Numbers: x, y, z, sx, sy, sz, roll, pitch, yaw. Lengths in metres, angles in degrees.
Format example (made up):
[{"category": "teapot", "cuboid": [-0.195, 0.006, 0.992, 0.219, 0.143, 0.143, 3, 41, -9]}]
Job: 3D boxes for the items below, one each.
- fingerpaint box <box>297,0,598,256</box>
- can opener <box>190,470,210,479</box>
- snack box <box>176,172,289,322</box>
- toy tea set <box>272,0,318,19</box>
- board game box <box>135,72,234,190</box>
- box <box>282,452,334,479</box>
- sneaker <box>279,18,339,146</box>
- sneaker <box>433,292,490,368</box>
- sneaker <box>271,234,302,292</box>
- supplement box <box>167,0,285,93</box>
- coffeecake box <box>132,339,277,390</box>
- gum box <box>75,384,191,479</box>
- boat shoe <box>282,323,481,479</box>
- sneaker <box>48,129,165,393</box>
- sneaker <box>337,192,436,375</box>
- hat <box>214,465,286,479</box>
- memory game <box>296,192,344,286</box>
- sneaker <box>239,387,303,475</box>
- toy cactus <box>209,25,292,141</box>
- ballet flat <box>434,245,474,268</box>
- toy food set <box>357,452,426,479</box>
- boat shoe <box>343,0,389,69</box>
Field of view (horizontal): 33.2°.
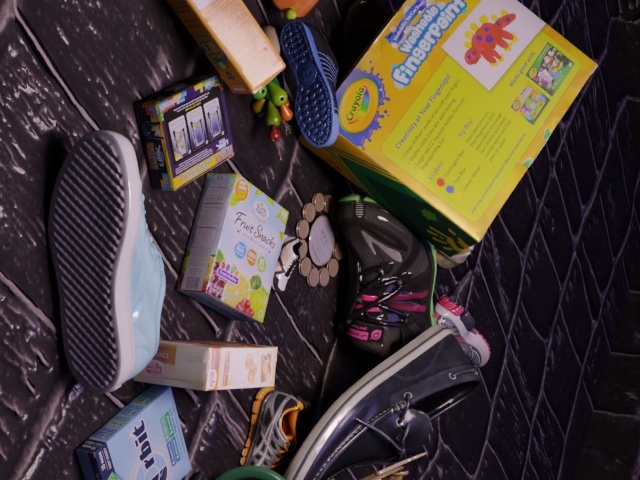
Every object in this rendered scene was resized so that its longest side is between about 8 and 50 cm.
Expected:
[{"category": "fingerpaint box", "cuboid": [0.239, -0.258, 2.016, 0.371, 0.163, 0.445, 37, 72, -5]}, {"category": "can opener", "cuboid": [-0.219, 0.452, 1.728, 0.059, 0.073, 0.186, 67, 30, -25]}, {"category": "snack box", "cuboid": [-0.142, 0.014, 1.791, 0.174, 0.070, 0.207, 35, 62, -55]}, {"category": "toy tea set", "cuboid": [-0.025, -0.526, 1.921, 0.200, 0.124, 0.336, 54, 45, -7]}, {"category": "board game box", "cuboid": [-0.209, -0.172, 1.678, 0.170, 0.048, 0.141, -38, 127, -52]}, {"category": "box", "cuboid": [-0.026, 0.445, 2.024, 0.062, 0.083, 0.052, -45, 133, -49]}, {"category": "sneaker", "cuboid": [-0.001, -0.267, 1.842, 0.090, 0.081, 0.232, 5, 69, -56]}, {"category": "sneaker", "cuboid": [0.312, 0.233, 2.564, 0.112, 0.121, 0.299, -47, 140, -6]}, {"category": "sneaker", "cuboid": [-0.062, 0.043, 1.956, 0.040, 0.044, 0.109, 23, 75, -60]}, {"category": "supplement box", "cuboid": [-0.156, -0.334, 1.639, 0.080, 0.078, 0.233, -46, 115, -17]}, {"category": "coffeecake box", "cuboid": [-0.178, 0.192, 1.679, 0.185, 0.142, 0.068, 9, 85, -60]}, {"category": "gum box", "cuboid": [-0.278, 0.332, 1.626, 0.184, 0.041, 0.157, -42, 128, -51]}, {"category": "boat shoe", "cuboid": [0.121, 0.335, 1.986, 0.500, 0.156, 0.187, -32, 158, -37]}, {"category": "sneaker", "cuboid": [-0.286, 0.021, 1.509, 0.150, 0.135, 0.366, -27, 125, -64]}, {"category": "sneaker", "cuboid": [0.130, 0.119, 2.144, 0.202, 0.185, 0.482, -55, 139, -44]}, {"category": "hat", "cuboid": [-0.127, 0.481, 1.893, 0.183, 0.173, 0.208, -163, -96, -86]}, {"category": "memory game", "cuboid": [0.000, 0.000, 2.085, 0.186, 0.012, 0.186, -13, 105, -59]}, {"category": "sneaker", "cuboid": [-0.085, 0.372, 1.917, 0.084, 0.083, 0.214, 11, 86, -61]}, {"category": "toy cactus", "cuboid": [-0.105, -0.292, 1.815, 0.180, 0.112, 0.219, -83, 153, -44]}, {"category": "ballet flat", "cuboid": [0.293, -0.011, 2.479, 0.348, 0.123, 0.123, 34, 65, -56]}, {"category": "toy food set", "cuboid": [0.101, 0.439, 1.935, 0.132, 0.192, 0.038, -14, 74, -37]}, {"category": "boat shoe", "cuboid": [0.108, -0.329, 2.157, 0.104, 0.111, 0.307, -131, -151, -82]}]
